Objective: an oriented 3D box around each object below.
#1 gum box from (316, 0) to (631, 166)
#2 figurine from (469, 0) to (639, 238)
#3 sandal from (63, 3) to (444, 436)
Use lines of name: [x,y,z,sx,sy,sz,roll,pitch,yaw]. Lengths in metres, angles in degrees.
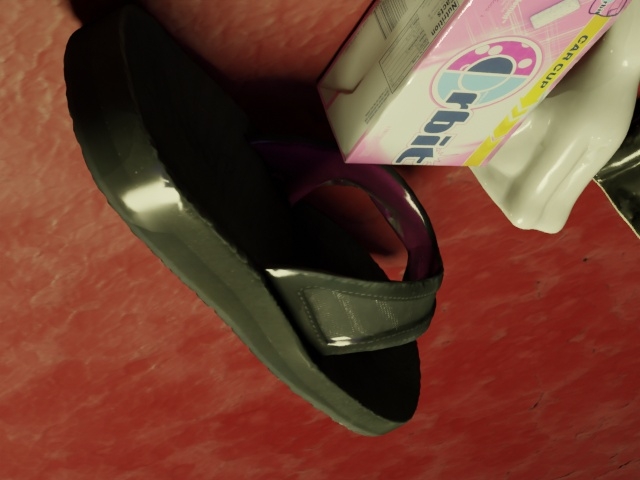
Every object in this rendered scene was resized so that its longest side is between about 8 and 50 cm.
gum box: [0.091,-0.122,0.987,0.107,0.062,0.188,0,147,-32]
figurine: [0.223,-0.099,1.102,0.215,0.092,0.209,7,134,-39]
sandal: [0.000,0.002,1.035,0.107,0.167,0.446,-22,151,14]
